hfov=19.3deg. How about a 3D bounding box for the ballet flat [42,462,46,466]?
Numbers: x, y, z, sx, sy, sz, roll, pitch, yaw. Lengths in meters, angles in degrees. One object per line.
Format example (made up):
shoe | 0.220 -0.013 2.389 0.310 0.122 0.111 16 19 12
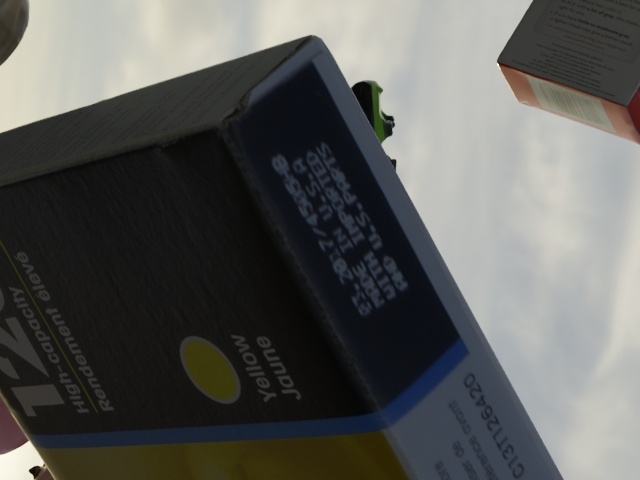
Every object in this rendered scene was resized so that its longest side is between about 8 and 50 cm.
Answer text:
ballet flat | -0.209 0.165 1.835 0.232 0.080 0.073 -60 165 17

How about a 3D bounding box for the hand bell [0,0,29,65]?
hand bell | -0.206 -0.193 0.887 0.242 0.126 0.126 97 -10 -52

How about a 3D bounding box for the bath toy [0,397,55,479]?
bath toy | -0.215 0.116 1.399 0.151 0.348 0.129 -51 -163 -26

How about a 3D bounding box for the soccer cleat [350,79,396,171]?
soccer cleat | 0.000 0.000 1.014 0.060 0.072 0.179 -67 165 -80

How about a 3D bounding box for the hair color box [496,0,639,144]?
hair color box | 0.189 -0.148 1.123 0.093 0.053 0.167 23 -105 32

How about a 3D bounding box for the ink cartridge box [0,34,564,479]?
ink cartridge box | -0.039 0.092 0.723 0.307 0.072 0.303 -12 -66 49
